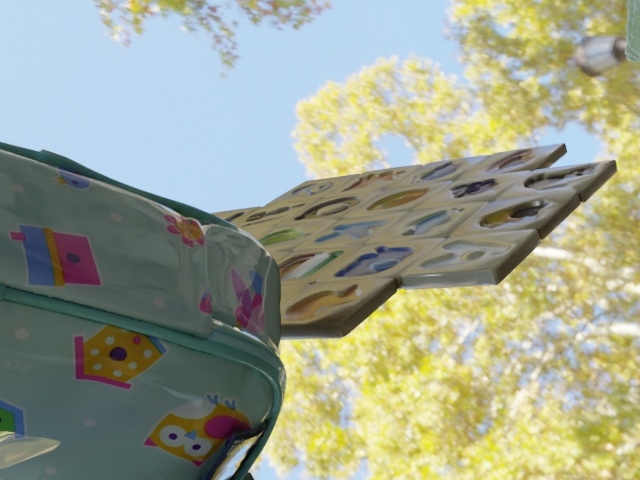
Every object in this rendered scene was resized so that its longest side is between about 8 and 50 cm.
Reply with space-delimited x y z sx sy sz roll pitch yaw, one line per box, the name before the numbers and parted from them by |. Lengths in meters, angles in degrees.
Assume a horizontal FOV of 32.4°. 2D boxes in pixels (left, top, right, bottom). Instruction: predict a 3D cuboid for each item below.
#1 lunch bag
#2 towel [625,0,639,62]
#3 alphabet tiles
lunch bag | -0.162 0.070 0.498 0.279 0.108 0.224 19 -58 -23
towel | 0.305 -0.191 0.901 0.027 0.148 0.110 -14 -68 -26
alphabet tiles | 0.000 0.000 0.710 0.285 0.342 0.011 -34 -68 -49
